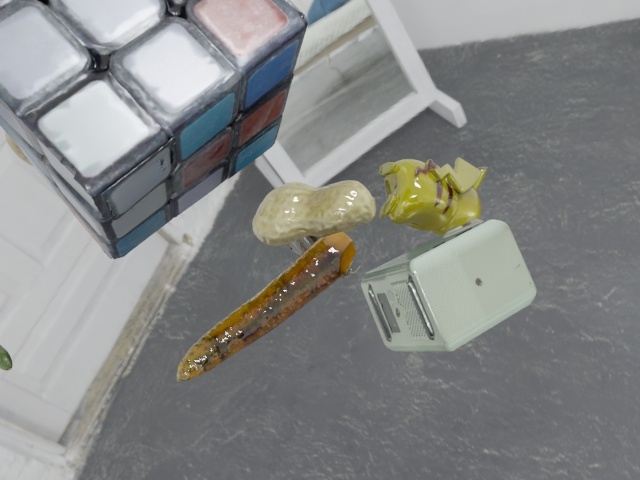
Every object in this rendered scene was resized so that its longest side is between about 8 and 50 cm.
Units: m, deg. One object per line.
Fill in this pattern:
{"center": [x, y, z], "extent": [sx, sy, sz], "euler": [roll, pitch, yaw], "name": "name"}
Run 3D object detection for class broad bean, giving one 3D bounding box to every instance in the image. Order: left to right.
{"center": [-0.766, 0.201, 1.307], "extent": [0.227, 0.069, 0.039], "euler": [47, 59, 6], "name": "broad bean"}

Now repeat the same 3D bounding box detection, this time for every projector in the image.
{"center": [0.215, 0.074, 0.966], "extent": [0.242, 0.164, 0.177], "euler": [-25, 2, -25], "name": "projector"}

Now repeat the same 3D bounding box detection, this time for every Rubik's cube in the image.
{"center": [-0.274, -0.235, 0.818], "extent": [0.362, 0.359, 0.363], "euler": [45, 69, 4], "name": "Rubik's cube"}

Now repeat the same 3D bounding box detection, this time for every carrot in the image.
{"center": [-0.077, 0.097, 0.839], "extent": [0.314, 0.066, 0.066], "euler": [-38, 45, -15], "name": "carrot"}

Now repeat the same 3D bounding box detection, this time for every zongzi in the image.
{"center": [0.000, 0.000, 1.371], "extent": [0.187, 0.184, 0.084], "euler": [31, 66, 21], "name": "zongzi"}

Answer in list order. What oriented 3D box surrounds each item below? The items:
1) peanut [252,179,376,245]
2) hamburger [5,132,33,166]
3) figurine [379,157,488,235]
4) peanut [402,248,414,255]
{"center": [-0.018, -0.060, 1.143], "extent": [0.256, 0.124, 0.124], "euler": [-11, 51, 22], "name": "peanut"}
{"center": [-0.527, -0.217, 1.138], "extent": [0.175, 0.175, 0.137], "euler": [-23, 50, 14], "name": "hamburger"}
{"center": [0.296, -0.109, 1.456], "extent": [0.169, 0.326, 0.218], "euler": [-21, 60, 50], "name": "figurine"}
{"center": [0.240, 0.061, 1.268], "extent": [0.225, 0.108, 0.095], "euler": [-20, 32, 16], "name": "peanut"}
